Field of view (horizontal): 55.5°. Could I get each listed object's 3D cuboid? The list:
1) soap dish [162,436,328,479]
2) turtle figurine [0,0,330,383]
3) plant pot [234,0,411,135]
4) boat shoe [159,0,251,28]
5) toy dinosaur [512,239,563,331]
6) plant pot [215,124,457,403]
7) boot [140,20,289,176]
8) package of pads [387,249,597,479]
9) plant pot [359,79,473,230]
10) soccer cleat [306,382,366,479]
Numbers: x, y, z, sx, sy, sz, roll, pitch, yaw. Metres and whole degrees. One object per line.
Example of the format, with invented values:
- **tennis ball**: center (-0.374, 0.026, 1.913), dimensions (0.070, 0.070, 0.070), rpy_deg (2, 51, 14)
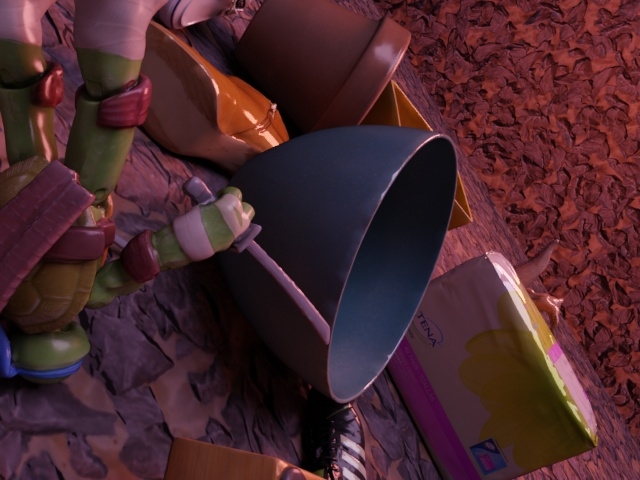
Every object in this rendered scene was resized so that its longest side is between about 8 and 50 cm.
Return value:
- **soap dish**: center (0.005, 0.287, 0.421), dimensions (0.291, 0.118, 0.229), rpy_deg (39, 39, -35)
- **turtle figurine**: center (-0.147, -0.047, 0.447), dimensions (0.274, 0.267, 0.197), rpy_deg (-8, 23, -33)
- **plant pot**: center (-0.012, -0.308, 1.032), dimensions (0.229, 0.263, 0.263), rpy_deg (34, 29, -10)
- **boat shoe**: center (-0.135, -0.377, 0.903), dimensions (0.075, 0.226, 0.083), rpy_deg (40, -21, 7)
- **toy dinosaur**: center (0.267, 0.114, 0.985), dimensions (0.200, 0.296, 0.127), rpy_deg (27, 39, 17)
- **plant pot**: center (0.000, 0.000, 0.661), dimensions (0.195, 0.290, 0.290), rpy_deg (22, 12, 23)
- **boot**: center (-0.139, -0.180, 0.790), dimensions (0.295, 0.104, 0.211), rpy_deg (49, 19, -30)
- **package of pads**: center (0.230, 0.188, 0.876), dimensions (0.297, 0.229, 0.101), rpy_deg (62, 24, 11)
- **plant pot**: center (0.119, -0.112, 1.075), dimensions (0.212, 0.187, 0.212), rpy_deg (44, 28, -28)
- **soccer cleat**: center (0.013, 0.228, 0.621), dimensions (0.072, 0.060, 0.179), rpy_deg (25, 43, -49)
